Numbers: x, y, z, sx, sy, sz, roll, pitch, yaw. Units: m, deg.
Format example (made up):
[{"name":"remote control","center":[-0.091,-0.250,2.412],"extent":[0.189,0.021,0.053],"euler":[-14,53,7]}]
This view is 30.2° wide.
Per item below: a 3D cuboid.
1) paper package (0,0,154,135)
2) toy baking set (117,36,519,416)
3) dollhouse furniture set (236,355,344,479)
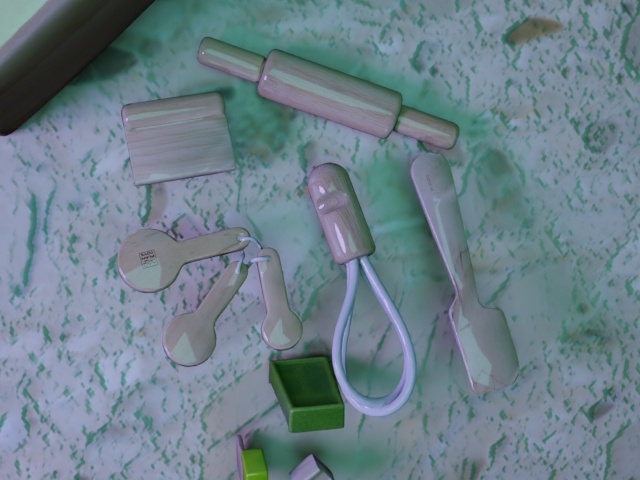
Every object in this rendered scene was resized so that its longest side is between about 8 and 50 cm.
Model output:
[{"name":"paper package","center":[-0.175,-0.262,0.611],"extent":[0.325,0.168,0.309],"euler":[-45,94,1]},{"name":"toy baking set","center":[0.000,-0.007,0.687],"extent":[0.256,0.030,0.197],"euler":[15,77,-6]},{"name":"dollhouse furniture set","center":[-0.013,0.152,0.726],"extent":[0.076,0.058,0.152],"euler":[-4,114,-11]}]
